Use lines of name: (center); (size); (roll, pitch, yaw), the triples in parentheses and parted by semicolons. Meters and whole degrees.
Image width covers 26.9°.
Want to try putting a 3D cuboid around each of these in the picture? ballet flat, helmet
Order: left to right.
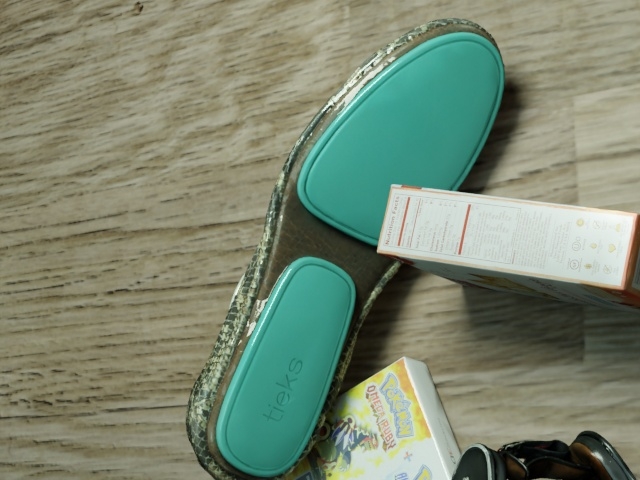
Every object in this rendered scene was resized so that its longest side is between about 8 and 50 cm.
ballet flat: (0.000, 0.000, 1.280); (0.483, 0.164, 0.182); (-62, 22, -2)
helmet: (0.189, 0.240, 1.076); (0.169, 0.169, 0.161); (-49, 37, 15)

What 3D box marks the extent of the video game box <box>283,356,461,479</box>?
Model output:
video game box: (0.049, 0.241, 1.245); (0.187, 0.048, 0.205); (-33, 59, 22)

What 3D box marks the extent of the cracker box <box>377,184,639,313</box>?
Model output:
cracker box: (0.187, 0.011, 1.144); (0.232, 0.156, 0.067); (9, 84, 37)
